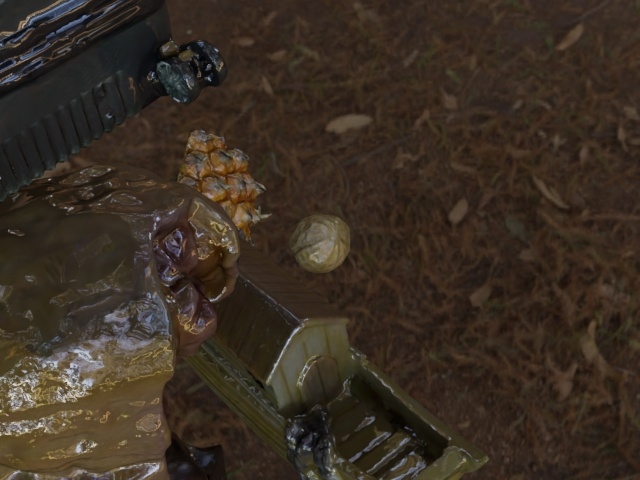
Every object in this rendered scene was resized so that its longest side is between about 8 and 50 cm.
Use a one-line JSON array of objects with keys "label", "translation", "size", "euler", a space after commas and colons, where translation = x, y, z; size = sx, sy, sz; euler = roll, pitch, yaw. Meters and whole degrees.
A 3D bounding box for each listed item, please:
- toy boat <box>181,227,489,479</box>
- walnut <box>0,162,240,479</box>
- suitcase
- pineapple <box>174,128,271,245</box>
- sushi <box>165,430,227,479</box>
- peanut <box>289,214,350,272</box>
[{"label": "toy boat", "translation": [-0.037, 0.091, 0.731], "size": [0.136, 0.162, 0.445], "euler": [-32, 45, -24]}, {"label": "walnut", "translation": [-0.158, 0.049, 0.508], "size": [0.204, 0.141, 0.238], "euler": [22, 69, -15]}, {"label": "suitcase", "translation": [-0.219, -0.122, 0.413], "size": [0.312, 0.128, 0.202], "euler": [26, 52, 32]}, {"label": "pineapple", "translation": [-0.207, 0.002, 1.586], "size": [0.209, 0.344, 0.286], "euler": [13, 37, -7]}, {"label": "sushi", "translation": [-0.258, 0.353, 1.068], "size": [0.227, 0.212, 0.215], "euler": [1, 40, 4]}, {"label": "peanut", "translation": [0.000, 0.000, 1.056], "size": [0.080, 0.174, 0.080], "euler": [0, 95, -3]}]
